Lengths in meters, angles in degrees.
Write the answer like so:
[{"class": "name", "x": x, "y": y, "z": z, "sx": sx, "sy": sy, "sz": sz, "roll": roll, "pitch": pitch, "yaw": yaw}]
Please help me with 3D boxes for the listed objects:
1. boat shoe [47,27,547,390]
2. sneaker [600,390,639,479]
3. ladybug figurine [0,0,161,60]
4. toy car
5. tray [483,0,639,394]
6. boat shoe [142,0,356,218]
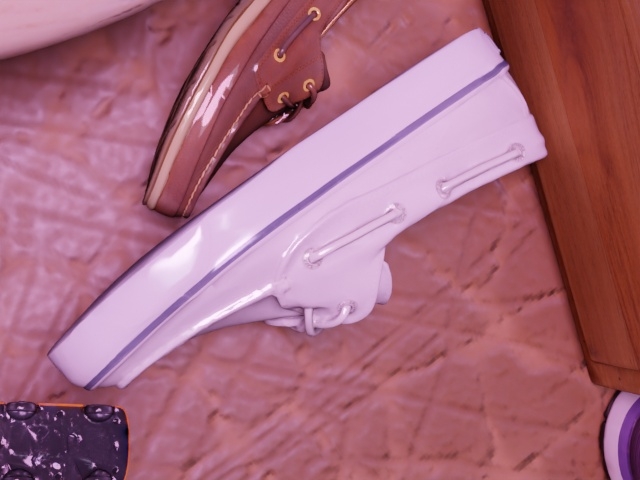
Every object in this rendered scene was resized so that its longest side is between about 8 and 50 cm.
[{"class": "boat shoe", "x": 0.000, "y": 0.000, "z": 0.495, "sx": 0.258, "sy": 0.095, "sz": 0.084, "roll": -36, "pitch": 93, "yaw": -11}, {"class": "sneaker", "x": 0.300, "y": 0.093, "z": 0.555, "sx": 0.283, "sy": 0.124, "sz": 0.107, "roll": -16, "pitch": 93, "yaw": -14}, {"class": "ladybug figurine", "x": -0.189, "y": -0.207, "z": 0.415, "sx": 0.449, "sy": 0.162, "sz": 0.305, "roll": -5, "pitch": 91, "yaw": -14}, {"class": "toy car", "x": -0.122, "y": 0.050, "z": 0.446, "sx": 0.060, "sy": 0.040, "sz": 0.122, "roll": -13, "pitch": 79, "yaw": -30}, {"class": "tray", "x": 0.140, "y": -0.128, "z": 0.477, "sx": 0.076, "sy": 0.203, "sz": 0.411, "roll": -17, "pitch": 93, "yaw": -14}, {"class": "boat shoe", "x": -0.023, "y": -0.084, "z": 0.506, "sx": 0.060, "sy": 0.064, "sz": 0.178, "roll": 31, "pitch": 79, "yaw": -10}]
